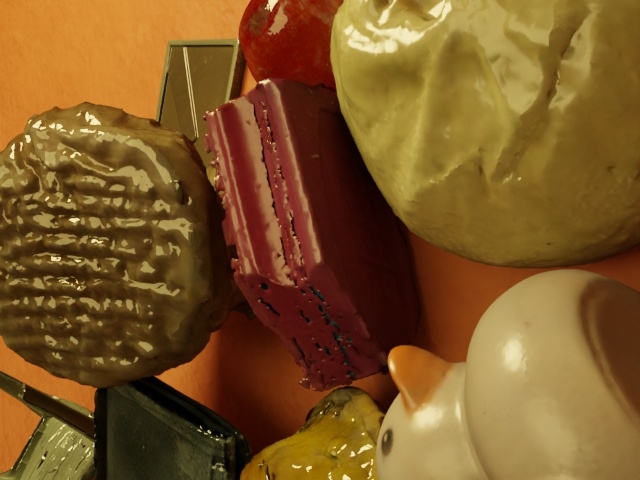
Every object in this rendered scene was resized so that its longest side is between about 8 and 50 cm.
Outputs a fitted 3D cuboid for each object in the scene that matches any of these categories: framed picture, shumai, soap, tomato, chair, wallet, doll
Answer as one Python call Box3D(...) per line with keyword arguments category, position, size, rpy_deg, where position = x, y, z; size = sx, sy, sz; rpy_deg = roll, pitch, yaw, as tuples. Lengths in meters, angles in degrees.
Box3D(category="framed picture", position=(-0.153, -0.139, 1.036), size=(0.150, 0.015, 0.203), rpy_deg=(12, 93, 46))
Box3D(category="shumai", position=(-0.183, -0.012, 0.881), size=(0.314, 0.262, 0.267), rpy_deg=(-17, 98, 26))
Box3D(category="soap", position=(0.000, 0.000, 0.746), size=(0.099, 0.162, 0.250), rpy_deg=(-19, 79, 30))
Box3D(category="tomato", position=(-0.031, -0.217, 0.869), size=(0.139, 0.091, 0.159), rpy_deg=(-19, 68, 41))
Box3D(category="chair", position=(-0.330, 0.286, 1.035), size=(0.203, 0.274, 0.191), rpy_deg=(8, 66, 47))
Box3D(category="wallet", position=(-0.154, 0.309, 0.897), size=(0.237, 0.075, 0.342), rpy_deg=(16, 110, 42))
Box3D(category="doll", position=(0.147, 0.143, 0.541), size=(0.251, 0.221, 0.221), rpy_deg=(41, 117, 5))

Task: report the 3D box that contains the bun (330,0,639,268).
Box3D(category="bun", position=(0.132, -0.162, 0.618), size=(0.364, 0.202, 0.365), rpy_deg=(-12, 74, 46))

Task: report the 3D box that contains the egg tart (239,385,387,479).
Box3D(category="egg tart", position=(-0.011, 0.258, 0.704), size=(0.295, 0.116, 0.295), rpy_deg=(-174, 90, -72))
